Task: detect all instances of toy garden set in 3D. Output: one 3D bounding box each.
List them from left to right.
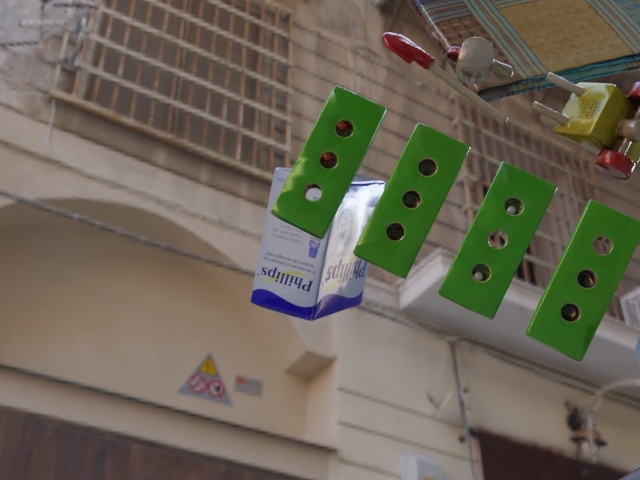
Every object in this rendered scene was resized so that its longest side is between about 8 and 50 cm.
[{"bbox_3d":[0.119,-0.055,0.675,0.244,0.203,0.049,26,-5,8],"label":"toy garden set"}]

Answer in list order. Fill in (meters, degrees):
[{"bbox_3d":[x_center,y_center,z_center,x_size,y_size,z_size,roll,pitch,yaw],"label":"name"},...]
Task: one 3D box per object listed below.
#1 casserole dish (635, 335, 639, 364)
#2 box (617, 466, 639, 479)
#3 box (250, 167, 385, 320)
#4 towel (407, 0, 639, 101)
[{"bbox_3d":[0.405,0.105,0.950,0.114,0.037,0.188,19,-43,8],"label":"casserole dish"},{"bbox_3d":[0.415,0.320,0.799,0.212,0.293,0.396,-32,-18,35],"label":"box"},{"bbox_3d":[0.000,0.000,0.905,0.072,0.137,0.126,16,10,23],"label":"box"},{"bbox_3d":[0.311,-0.302,1.168,0.370,0.271,0.040,-14,-38,-12],"label":"towel"}]
